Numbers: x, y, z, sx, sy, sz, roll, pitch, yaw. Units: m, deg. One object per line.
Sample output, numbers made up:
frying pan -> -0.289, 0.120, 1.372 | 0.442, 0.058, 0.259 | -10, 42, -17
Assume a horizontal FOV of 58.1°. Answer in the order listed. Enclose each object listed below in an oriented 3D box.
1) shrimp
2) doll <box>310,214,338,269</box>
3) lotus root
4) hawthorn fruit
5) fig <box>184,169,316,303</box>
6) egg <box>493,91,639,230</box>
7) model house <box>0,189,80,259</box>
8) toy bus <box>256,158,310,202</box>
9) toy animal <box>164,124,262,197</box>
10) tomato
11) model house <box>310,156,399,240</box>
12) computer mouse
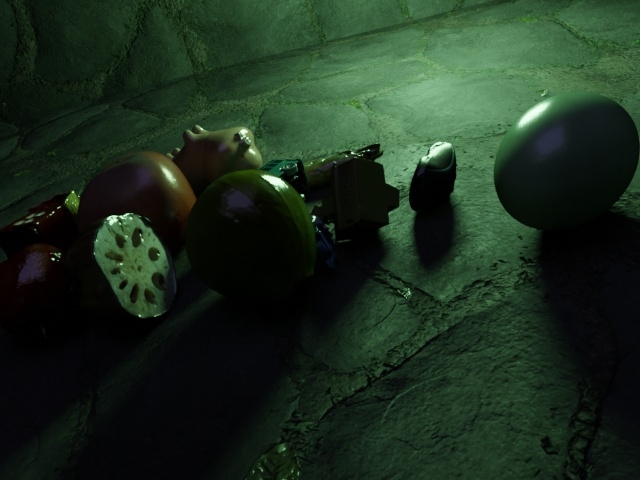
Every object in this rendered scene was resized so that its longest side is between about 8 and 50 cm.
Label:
shrimp -> 0.041, -0.236, 1.777 | 0.316, 0.077, 0.168 | -16, 28, 4
doll -> 0.000, 0.000, 1.384 | 0.067, 0.110, 0.206 | -32, 38, 6
lotus root -> -0.487, 0.077, 1.348 | 0.191, 0.272, 0.272 | -18, 29, 17
hawthorn fruit -> -0.672, 0.136, 1.362 | 0.230, 0.210, 0.266 | -21, 41, -10
fig -> -0.138, 0.008, 1.278 | 0.315, 0.316, 0.316 | -11, 31, 7
egg -> 0.537, -0.175, 1.266 | 0.388, 0.276, 0.276 | -36, 37, -32
model house -> -0.733, -0.012, 1.621 | 0.159, 0.196, 0.254 | -8, 29, 27
toy bus -> -0.154, -0.128, 1.635 | 0.146, 0.129, 0.256 | 7, 35, 35
toy animal -> -0.335, -0.236, 1.812 | 0.326, 0.269, 0.237 | -34, 16, 36
tomato -> -0.510, -0.093, 1.586 | 0.341, 0.273, 0.341 | -10, 31, 6
model house -> 0.062, -0.084, 1.484 | 0.176, 0.181, 0.248 | 11, -22, -41
computer mouse -> 0.302, -0.164, 1.486 | 0.096, 0.137, 0.233 | 21, 48, 19
